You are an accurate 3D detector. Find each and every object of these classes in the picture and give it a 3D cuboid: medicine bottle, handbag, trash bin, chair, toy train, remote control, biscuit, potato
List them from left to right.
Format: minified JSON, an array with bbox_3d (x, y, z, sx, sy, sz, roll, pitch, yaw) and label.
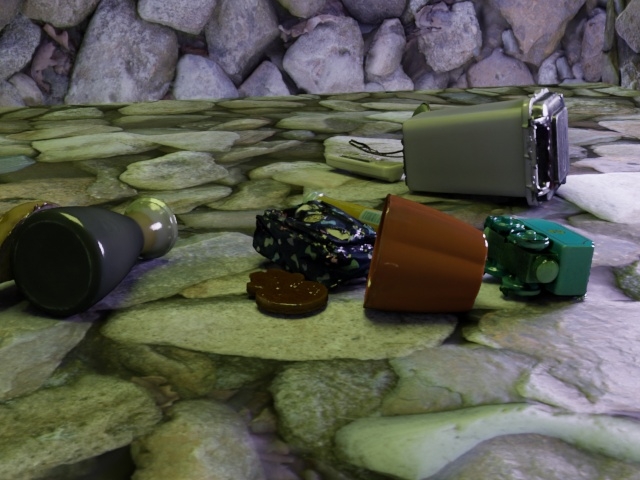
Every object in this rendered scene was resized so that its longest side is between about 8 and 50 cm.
[{"bbox_3d":[-0.508,-0.001,1.476,0.098,0.138,0.243,8,6,21],"label":"potato"},{"bbox_3d":[-0.057,0.086,1.440,0.124,0.026,0.175,-7,19,-25],"label":"biscuit"},{"bbox_3d":[0.000,0.000,1.568,0.162,0.113,0.260,-9,24,-37],"label":"handbag"},{"bbox_3d":[0.060,-0.046,1.788,0.218,0.074,0.074,17,25,40],"label":"medicine bottle"},{"bbox_3d":[0.119,-0.197,2.292,0.090,0.049,0.230,-16,24,-39],"label":"remote control"},{"bbox_3d":[0.260,-0.289,2.339,0.325,0.170,0.160,12,15,-15],"label":"chair"},{"bbox_3d":[0.387,-0.216,2.056,0.367,0.256,0.296,1,18,24],"label":"trash bin"},{"bbox_3d":[0.370,0.025,1.487,0.162,0.112,0.203,0,19,-16],"label":"toy train"}]

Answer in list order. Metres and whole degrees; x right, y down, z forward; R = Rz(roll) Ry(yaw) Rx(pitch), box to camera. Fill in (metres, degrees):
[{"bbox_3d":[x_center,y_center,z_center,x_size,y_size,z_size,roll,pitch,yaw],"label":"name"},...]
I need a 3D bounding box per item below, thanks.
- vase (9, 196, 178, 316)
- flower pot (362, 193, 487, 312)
[{"bbox_3d":[-0.368,0.005,1.496,0.173,0.173,0.321,5,14,17],"label":"vase"},{"bbox_3d":[0.168,0.034,1.381,0.173,0.191,0.191,13,19,3],"label":"flower pot"}]
